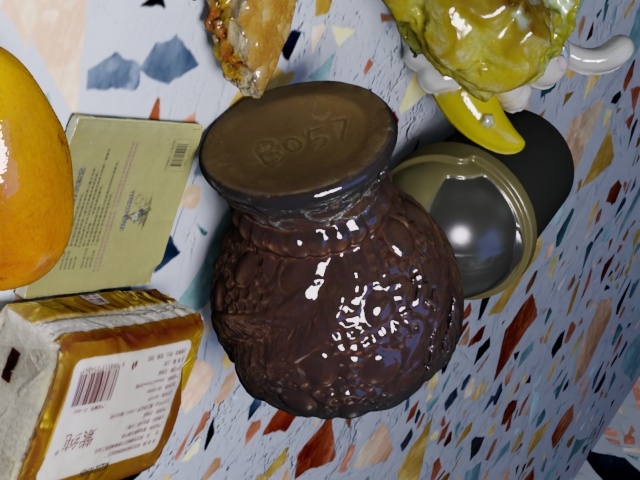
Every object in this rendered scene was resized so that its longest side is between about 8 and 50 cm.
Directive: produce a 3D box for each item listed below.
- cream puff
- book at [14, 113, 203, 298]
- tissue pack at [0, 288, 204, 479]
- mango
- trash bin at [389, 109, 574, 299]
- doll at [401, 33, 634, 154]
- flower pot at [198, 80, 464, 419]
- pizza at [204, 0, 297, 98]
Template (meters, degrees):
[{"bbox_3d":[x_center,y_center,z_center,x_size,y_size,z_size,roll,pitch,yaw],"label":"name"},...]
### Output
[{"bbox_3d":[0.160,-0.282,1.401,0.282,0.185,0.281,25,54,-38],"label":"cream puff"},{"bbox_3d":[-0.185,-0.031,1.165,0.192,0.013,0.168,-4,116,-62],"label":"book"},{"bbox_3d":[-0.214,0.143,1.175,0.226,0.092,0.183,-7,123,-64],"label":"tissue pack"},{"bbox_3d":[-0.233,-0.051,0.945,0.141,0.102,0.217,-52,156,-40],"label":"mango"},{"bbox_3d":[0.199,-0.041,1.683,0.334,0.214,0.214,-35,143,-53],"label":"trash bin"},{"bbox_3d":[0.229,-0.235,1.557,0.237,0.252,0.111,-50,-171,-15],"label":"doll"},{"bbox_3d":[0.000,0.000,1.294,0.266,0.267,0.267,-47,138,-33],"label":"flower pot"},{"bbox_3d":[-0.060,-0.248,1.149,0.127,0.058,0.246,-51,149,-41],"label":"pizza"}]
